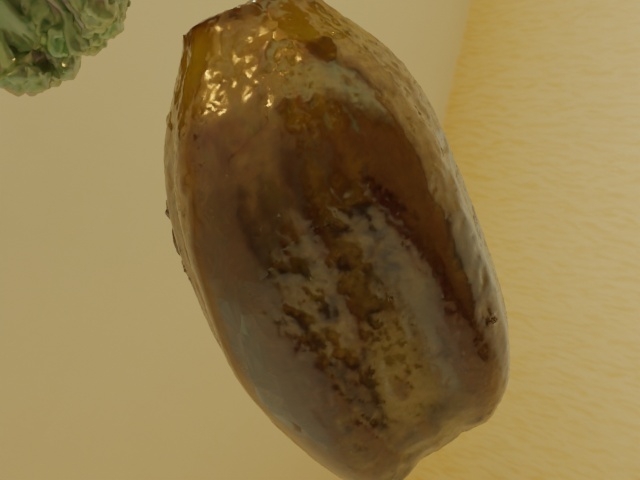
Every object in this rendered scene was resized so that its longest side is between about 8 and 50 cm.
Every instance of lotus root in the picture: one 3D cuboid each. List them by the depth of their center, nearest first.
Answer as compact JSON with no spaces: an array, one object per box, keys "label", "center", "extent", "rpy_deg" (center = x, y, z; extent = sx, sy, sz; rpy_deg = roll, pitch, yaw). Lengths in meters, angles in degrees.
[{"label":"lotus root","center":[0.001,-0.004,0.517],"extent":[0.193,0.193,0.291],"rpy_deg":[-37,-65,-30]}]

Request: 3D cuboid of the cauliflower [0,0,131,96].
[{"label":"cauliflower","center":[-0.235,-0.233,0.529],"extent":[0.315,0.239,0.256],"rpy_deg":[12,-93,-72]}]
